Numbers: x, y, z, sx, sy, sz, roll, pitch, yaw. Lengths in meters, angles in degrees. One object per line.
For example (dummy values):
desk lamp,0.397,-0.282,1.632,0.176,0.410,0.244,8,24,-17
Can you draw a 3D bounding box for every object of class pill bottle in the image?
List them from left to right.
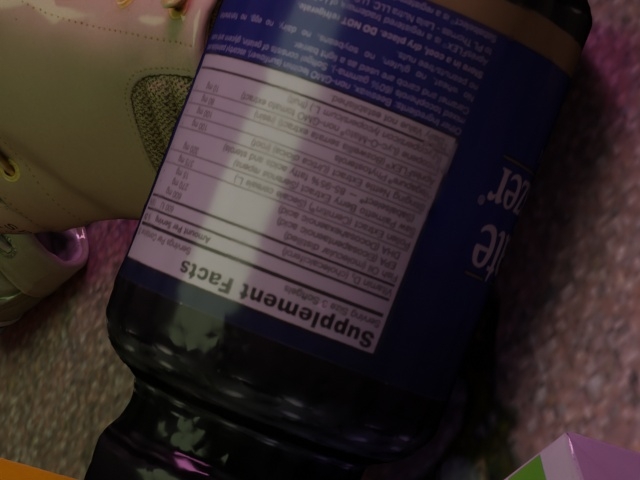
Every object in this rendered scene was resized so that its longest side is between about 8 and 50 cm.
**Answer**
pill bottle,0.000,0.000,0.625,0.123,0.123,0.219,20,90,55

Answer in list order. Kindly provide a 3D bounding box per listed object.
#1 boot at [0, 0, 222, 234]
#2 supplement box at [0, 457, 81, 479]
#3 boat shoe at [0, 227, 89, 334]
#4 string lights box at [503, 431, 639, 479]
boot,-0.104,-0.120,0.724,0.203,0.095,0.261,4,114,39
supplement box,-0.233,0.241,0.744,0.356,0.195,0.194,-37,46,36
boat shoe,-0.209,-0.096,0.880,0.094,0.302,0.109,-26,7,24
string lights box,0.026,0.185,0.533,0.260,0.077,0.133,-43,43,31
